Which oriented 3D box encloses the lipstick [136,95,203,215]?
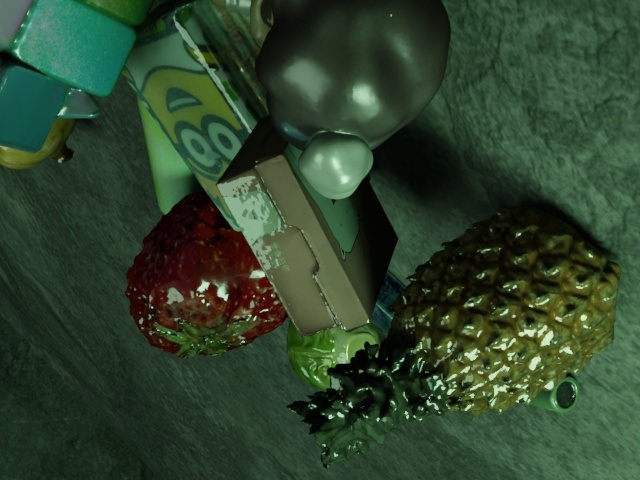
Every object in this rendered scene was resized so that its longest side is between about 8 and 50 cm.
[{"bbox_3d":[-0.217,-0.145,1.912,0.076,0.076,0.304,36,152,25],"label":"lipstick"}]

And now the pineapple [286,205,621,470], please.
[{"bbox_3d":[0.138,0.122,1.408,0.202,0.362,0.202,49,162,21],"label":"pineapple"}]

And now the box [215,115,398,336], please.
[{"bbox_3d":[-0.009,-0.032,1.457,0.086,0.215,0.215,-20,110,21],"label":"box"}]

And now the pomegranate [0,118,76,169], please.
[{"bbox_3d":[-0.476,-0.200,2.143,0.196,0.196,0.196,37,152,23],"label":"pomegranate"}]

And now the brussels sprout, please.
[{"bbox_3d":[0.017,0.157,1.911,0.155,0.117,0.155,45,157,25],"label":"brussels sprout"}]

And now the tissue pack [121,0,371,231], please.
[{"bbox_3d":[-0.104,-0.164,1.642,0.311,0.128,0.228,57,153,-16],"label":"tissue pack"}]

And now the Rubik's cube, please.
[{"bbox_3d":[-0.378,-0.283,1.501,0.368,0.387,0.358,60,174,-19],"label":"Rubik's cube"}]

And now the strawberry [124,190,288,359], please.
[{"bbox_3d":[-0.158,0.044,1.939,0.274,0.274,0.220,120,147,-63],"label":"strawberry"}]

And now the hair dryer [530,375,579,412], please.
[{"bbox_3d":[0.256,0.138,1.597,0.071,0.047,0.150,6,126,56],"label":"hair dryer"}]

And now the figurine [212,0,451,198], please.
[{"bbox_3d":[-0.033,-0.240,1.338,0.365,0.206,0.218,40,139,21],"label":"figurine"}]

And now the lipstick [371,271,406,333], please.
[{"bbox_3d":[0.000,0.000,1.798,0.312,0.051,0.051,43,157,14],"label":"lipstick"}]
